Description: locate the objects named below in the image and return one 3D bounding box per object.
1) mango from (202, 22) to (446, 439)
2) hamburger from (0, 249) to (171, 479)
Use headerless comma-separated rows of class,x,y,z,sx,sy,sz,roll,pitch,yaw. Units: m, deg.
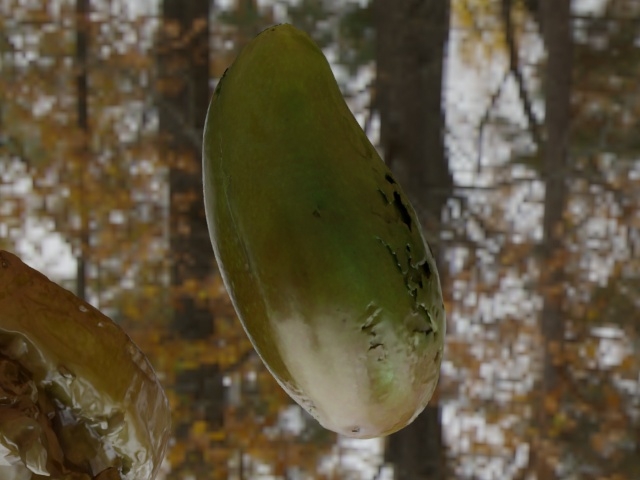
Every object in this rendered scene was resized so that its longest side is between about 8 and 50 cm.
mango,0.000,0.000,0.938,0.111,0.233,0.125,-24,-162,-27
hamburger,-0.241,0.143,1.074,0.287,0.445,0.268,7,-124,34
